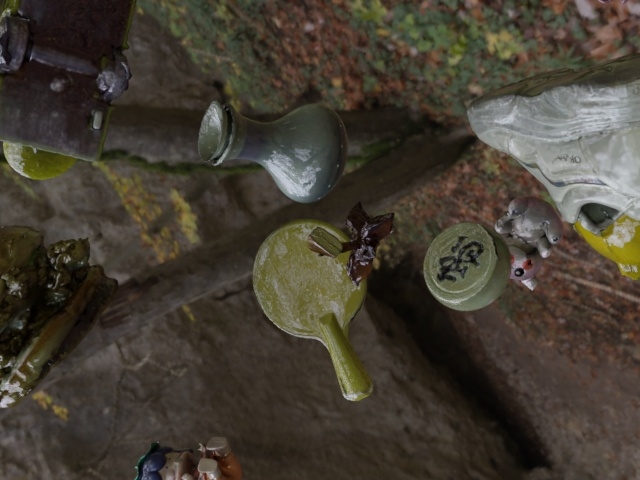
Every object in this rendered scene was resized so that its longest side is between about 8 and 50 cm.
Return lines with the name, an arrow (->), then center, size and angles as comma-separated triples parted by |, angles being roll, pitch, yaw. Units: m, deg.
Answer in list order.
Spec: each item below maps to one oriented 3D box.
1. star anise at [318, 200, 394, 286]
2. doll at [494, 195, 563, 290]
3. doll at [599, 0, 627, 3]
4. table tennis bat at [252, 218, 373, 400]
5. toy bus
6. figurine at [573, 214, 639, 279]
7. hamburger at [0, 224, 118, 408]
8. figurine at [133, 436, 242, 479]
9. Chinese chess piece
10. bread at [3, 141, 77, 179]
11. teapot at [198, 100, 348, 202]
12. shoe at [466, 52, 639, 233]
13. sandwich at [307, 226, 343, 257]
star anise -> 0.045, 0.003, 1.376 | 0.140, 0.144, 0.158 | -175, 90, -70
doll -> 0.391, 0.001, 1.542 | 0.149, 0.192, 0.095 | 30, -151, 8
doll -> 0.606, -0.557, 1.448 | 0.211, 0.262, 0.093 | 41, -156, -5
table tennis bat -> 0.007, 0.134, 1.510 | 0.368, 0.224, 0.054 | 64, -165, 6
toy bus -> -0.208, -0.223, 0.647 | 0.139, 0.113, 0.301 | 20, 96, 54
figurine -> 0.591, -0.112, 1.394 | 0.324, 0.340, 0.231 | 38, 166, -33
hamburger -> -0.269, 0.053, 0.692 | 0.131, 0.185, 0.159 | 46, -161, -18
figurine -> -0.214, 0.372, 1.225 | 0.102, 0.195, 0.111 | 63, -147, -29
Chinese chess piece -> 0.233, 0.041, 1.248 | 0.058, 0.144, 0.144 | 29, -153, -44
bread -> -0.490, -0.175, 1.373 | 0.114, 0.129, 0.111 | -127, 27, -49
teapot -> -0.082, -0.168, 1.392 | 0.183, 0.251, 0.183 | -22, 64, 56
shoe -> 0.311, -0.106, 0.984 | 0.342, 0.132, 0.210 | 15, 126, 70
sandwich -> 0.000, 0.000, 1.242 | 0.083, 0.031, 0.044 | 13, 146, 52
